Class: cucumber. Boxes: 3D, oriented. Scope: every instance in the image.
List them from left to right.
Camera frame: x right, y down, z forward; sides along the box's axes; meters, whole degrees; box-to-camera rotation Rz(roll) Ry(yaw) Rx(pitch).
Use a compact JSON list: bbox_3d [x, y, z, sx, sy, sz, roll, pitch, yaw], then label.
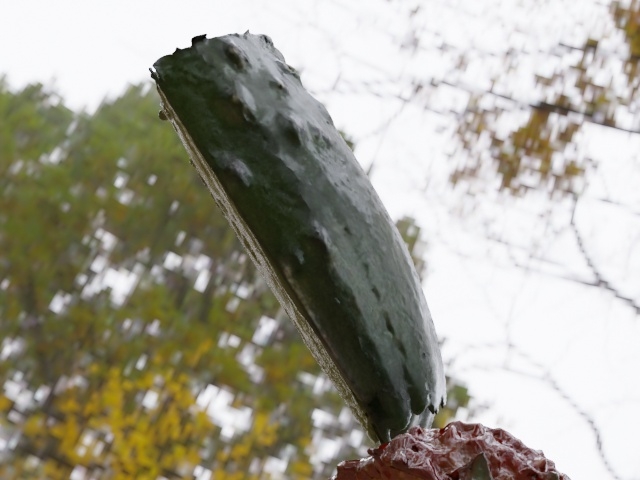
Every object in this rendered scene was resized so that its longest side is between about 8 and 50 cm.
[{"bbox_3d":[0.002,-0.002,1.334,0.325,0.105,0.145,60,-7,15],"label":"cucumber"}]

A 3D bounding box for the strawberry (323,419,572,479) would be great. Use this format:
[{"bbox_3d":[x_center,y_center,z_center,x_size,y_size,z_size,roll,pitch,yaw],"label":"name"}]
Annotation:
[{"bbox_3d":[0.078,0.176,0.980,0.286,0.106,0.188,-17,-89,64],"label":"strawberry"}]
